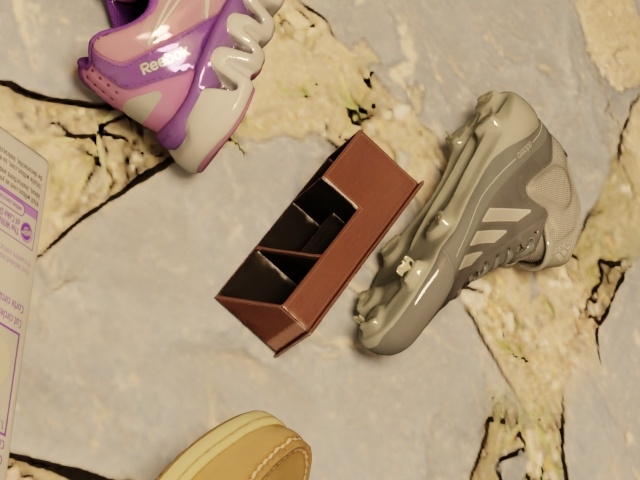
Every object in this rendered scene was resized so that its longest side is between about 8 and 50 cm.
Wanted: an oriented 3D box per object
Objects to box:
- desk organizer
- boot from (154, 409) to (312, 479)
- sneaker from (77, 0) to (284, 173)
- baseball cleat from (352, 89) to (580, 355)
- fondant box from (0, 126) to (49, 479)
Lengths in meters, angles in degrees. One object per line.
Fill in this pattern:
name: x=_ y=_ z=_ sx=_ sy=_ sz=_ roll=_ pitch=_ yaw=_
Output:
desk organizer: x=0.000 y=0.000 z=0.913 sx=0.050 sy=0.047 sz=0.130 roll=42 pitch=57 yaw=-7
boot: x=-0.011 y=0.195 z=0.727 sx=0.203 sy=0.095 sz=0.262 roll=15 pitch=36 yaw=21
sneaker: x=-0.070 y=-0.159 z=0.911 sx=0.104 sy=0.095 sz=0.236 roll=24 pitch=62 yaw=-11
baseball cleat: x=0.100 y=0.003 z=0.954 sx=0.109 sy=0.072 sz=0.206 roll=41 pitch=61 yaw=-18
fondant box: x=-0.234 y=0.072 z=0.654 sx=0.238 sy=0.096 sz=0.330 roll=41 pitch=46 yaw=-55
